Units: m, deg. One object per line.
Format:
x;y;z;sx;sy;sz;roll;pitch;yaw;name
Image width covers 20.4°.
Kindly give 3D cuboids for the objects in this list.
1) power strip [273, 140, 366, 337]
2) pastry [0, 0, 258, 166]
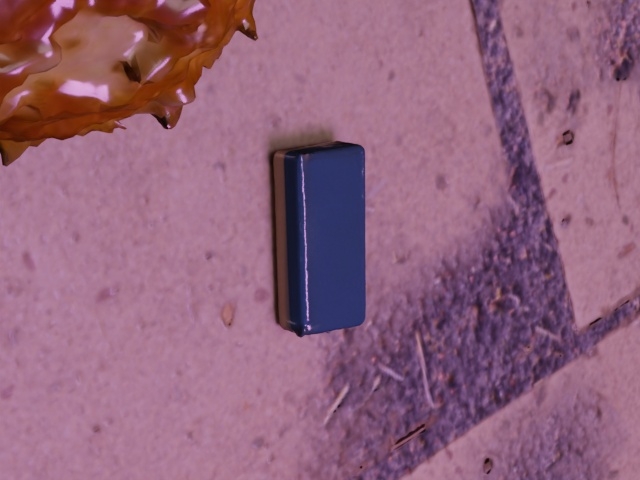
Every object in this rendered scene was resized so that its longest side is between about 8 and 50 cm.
0.000;0.000;1.134;0.056;0.032;0.123;-10;105;-37;power strip
-0.206;-0.207;0.767;0.337;0.292;0.405;-26;127;-20;pastry
